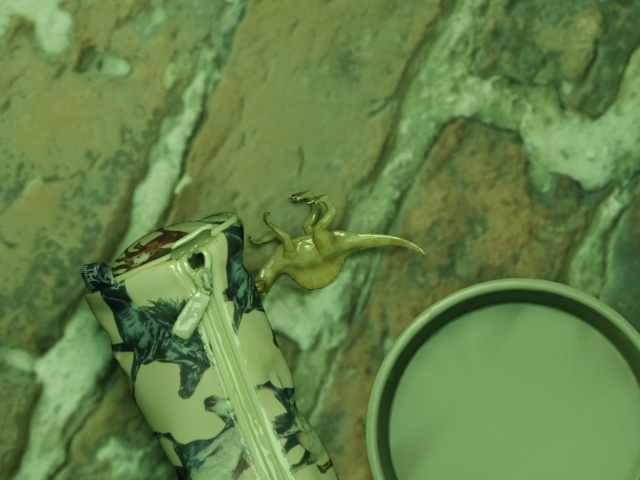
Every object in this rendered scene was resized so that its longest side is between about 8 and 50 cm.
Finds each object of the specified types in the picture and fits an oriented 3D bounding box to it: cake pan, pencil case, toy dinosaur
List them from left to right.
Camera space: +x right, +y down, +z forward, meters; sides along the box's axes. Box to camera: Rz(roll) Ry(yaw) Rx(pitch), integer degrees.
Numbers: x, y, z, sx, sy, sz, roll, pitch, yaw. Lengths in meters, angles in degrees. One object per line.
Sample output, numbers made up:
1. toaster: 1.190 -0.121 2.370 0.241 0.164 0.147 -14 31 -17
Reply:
1. pencil case: -0.072 0.180 1.702 0.160 0.183 0.410 -24 93 -7
2. toy dinosaur: 0.000 0.000 1.790 0.183 0.053 0.092 -18 106 0
3. cake pan: 0.189 0.183 1.780 0.293 0.054 0.293 0 85 1

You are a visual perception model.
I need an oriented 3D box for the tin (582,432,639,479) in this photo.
1. tin: 0.296 0.280 1.823 0.106 0.040 0.189 12 87 -11
